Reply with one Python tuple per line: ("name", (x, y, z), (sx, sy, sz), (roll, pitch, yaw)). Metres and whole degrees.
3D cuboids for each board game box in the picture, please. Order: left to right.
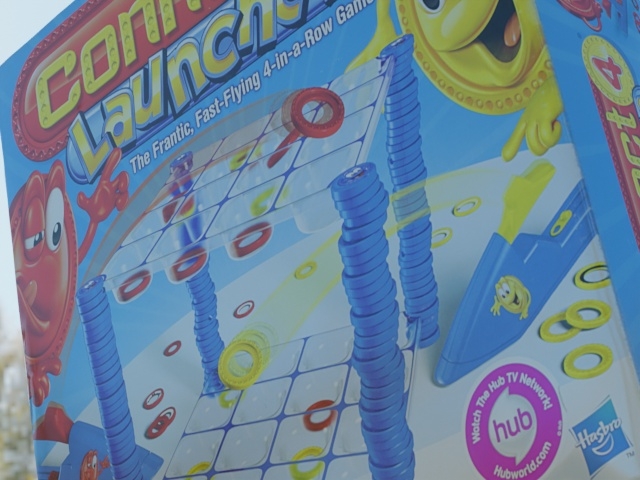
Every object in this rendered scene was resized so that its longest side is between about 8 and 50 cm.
("board game box", (0.000, 0.000, 0.609), (0.086, 0.302, 0.308), (12, -33, -43))
